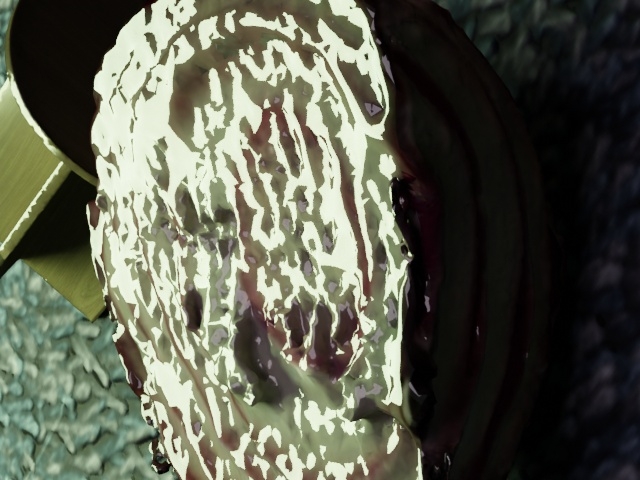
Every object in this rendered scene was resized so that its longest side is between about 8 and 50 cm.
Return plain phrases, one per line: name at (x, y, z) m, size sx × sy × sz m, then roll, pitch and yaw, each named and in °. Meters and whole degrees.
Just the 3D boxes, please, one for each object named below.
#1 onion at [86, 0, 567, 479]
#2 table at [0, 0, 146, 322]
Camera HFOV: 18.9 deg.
onion at (0.000, 0.000, 0.950) m, size 0.280 × 0.146 × 0.314 m, roll 4°, pitch 108°, yaw 53°
table at (-0.146, -0.042, 1.159) m, size 0.227 × 0.167 × 0.167 m, roll -45°, pitch 50°, yaw 50°
